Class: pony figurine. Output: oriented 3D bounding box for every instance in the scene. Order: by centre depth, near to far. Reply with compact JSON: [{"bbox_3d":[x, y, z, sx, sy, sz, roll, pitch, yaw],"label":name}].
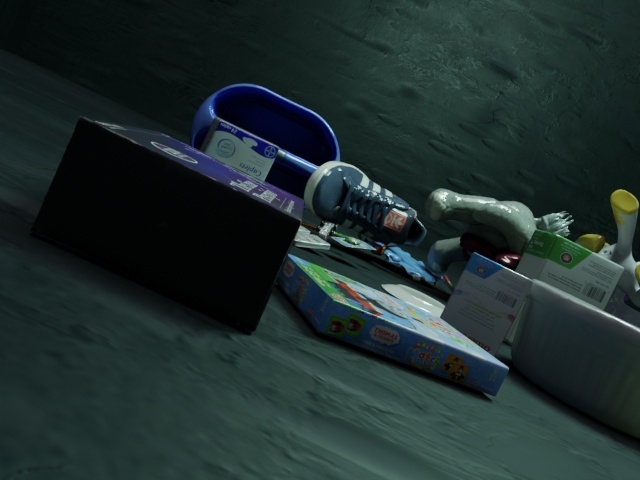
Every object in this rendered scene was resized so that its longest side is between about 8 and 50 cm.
[{"bbox_3d":[0.649,0.092,1.367,0.351,0.303,0.363,45,-6,20],"label":"pony figurine"}]

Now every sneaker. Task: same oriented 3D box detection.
[{"bbox_3d":[0.110,-0.063,1.420,0.148,0.131,0.350,30,8,37],"label":"sneaker"}]

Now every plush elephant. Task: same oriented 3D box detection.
[{"bbox_3d":[0.384,0.061,1.427,0.330,0.255,0.272,-2,-34,1],"label":"plush elephant"}]

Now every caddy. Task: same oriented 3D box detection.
[{"bbox_3d":[-0.124,-0.205,1.538,0.341,0.241,0.179,25,1,-5],"label":"caddy"}]

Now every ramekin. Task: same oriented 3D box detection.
[{"bbox_3d":[0.393,0.168,0.943,0.273,0.127,0.273,25,5,-3],"label":"ramekin"}]

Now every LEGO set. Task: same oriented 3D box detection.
[{"bbox_3d":[0.000,0.000,1.265,0.244,0.060,0.182,7,17,-37],"label":"LEGO set"}]

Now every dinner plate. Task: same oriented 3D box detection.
[{"bbox_3d":[0.168,0.101,1.139,0.141,0.017,0.141,24,6,-3],"label":"dinner plate"}]

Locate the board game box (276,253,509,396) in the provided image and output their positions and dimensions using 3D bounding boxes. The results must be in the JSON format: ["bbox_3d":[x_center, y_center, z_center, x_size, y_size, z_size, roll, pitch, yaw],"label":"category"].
[{"bbox_3d":[0.069,0.086,0.713,0.211,0.039,0.160,24,5,-23],"label":"board game box"}]

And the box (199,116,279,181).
[{"bbox_3d":[-0.165,-0.141,1.270,0.126,0.137,0.072,23,7,-22],"label":"box"}]

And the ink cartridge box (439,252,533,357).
[{"bbox_3d":[0.223,0.091,0.930,0.088,0.122,0.052,28,2,17],"label":"ink cartridge box"}]

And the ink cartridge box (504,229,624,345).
[{"bbox_3d":[0.420,0.107,1.224,0.153,0.208,0.087,25,3,-14],"label":"ink cartridge box"}]

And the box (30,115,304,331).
[{"bbox_3d":[-0.116,-0.025,0.627,0.184,0.103,0.261,23,6,-4],"label":"box"}]

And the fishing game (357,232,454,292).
[{"bbox_3d":[0.192,0.055,1.563,0.264,0.041,0.189,29,12,-9],"label":"fishing game"}]
